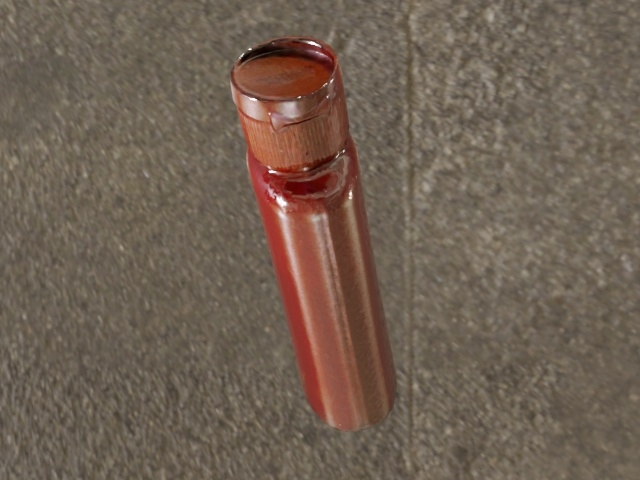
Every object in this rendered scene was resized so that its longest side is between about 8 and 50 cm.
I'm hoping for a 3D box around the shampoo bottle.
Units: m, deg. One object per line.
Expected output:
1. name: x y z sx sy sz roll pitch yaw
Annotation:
1. shampoo bottle: 0.000 0.000 0.706 0.064 0.102 0.260 -14 134 -2
